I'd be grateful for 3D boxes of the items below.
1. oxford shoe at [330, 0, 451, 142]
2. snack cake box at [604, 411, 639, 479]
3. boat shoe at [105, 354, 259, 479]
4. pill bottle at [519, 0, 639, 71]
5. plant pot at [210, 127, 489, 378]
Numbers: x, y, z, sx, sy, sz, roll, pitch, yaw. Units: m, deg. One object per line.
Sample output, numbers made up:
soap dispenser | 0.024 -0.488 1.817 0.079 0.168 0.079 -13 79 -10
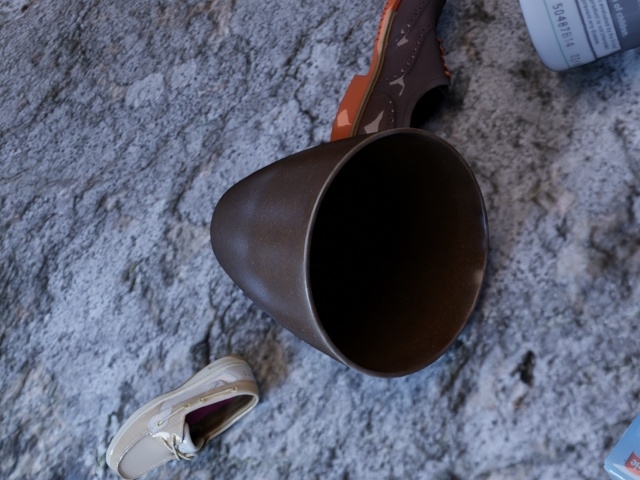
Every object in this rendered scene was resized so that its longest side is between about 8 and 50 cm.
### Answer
oxford shoe | 0.104 -0.190 1.064 0.098 0.097 0.271 18 72 16
snack cake box | 0.324 0.198 0.605 0.264 0.152 0.089 30 76 40
boat shoe | -0.132 0.180 0.945 0.170 0.063 0.059 -39 42 0
pill bottle | 0.359 -0.306 0.904 0.361 0.204 0.204 -16 52 21
plant pot | 0.000 0.000 0.918 0.230 0.215 0.215 9 63 50
